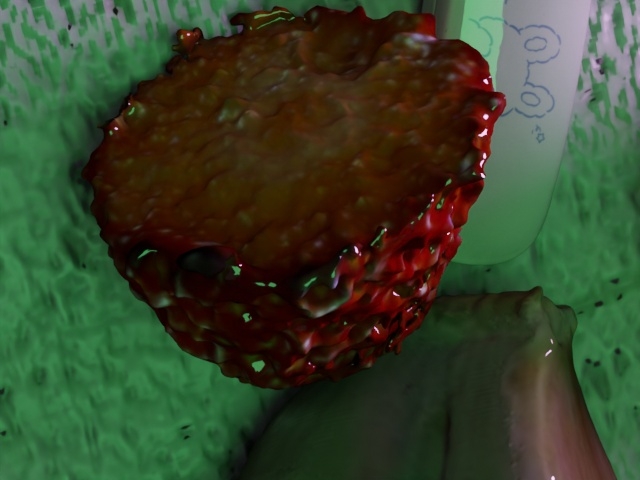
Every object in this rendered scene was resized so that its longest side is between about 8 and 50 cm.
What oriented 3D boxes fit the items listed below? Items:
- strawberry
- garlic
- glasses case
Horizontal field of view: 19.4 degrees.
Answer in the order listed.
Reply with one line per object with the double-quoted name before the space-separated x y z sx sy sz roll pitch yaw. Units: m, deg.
"strawberry" 0.000 0.000 0.977 0.234 0.234 0.178 -30 130 -13
"garlic" 0.083 0.223 1.072 0.231 0.246 0.340 -15 118 17
"glasses case" 0.100 -0.101 1.062 0.092 0.059 0.233 7 99 -23
